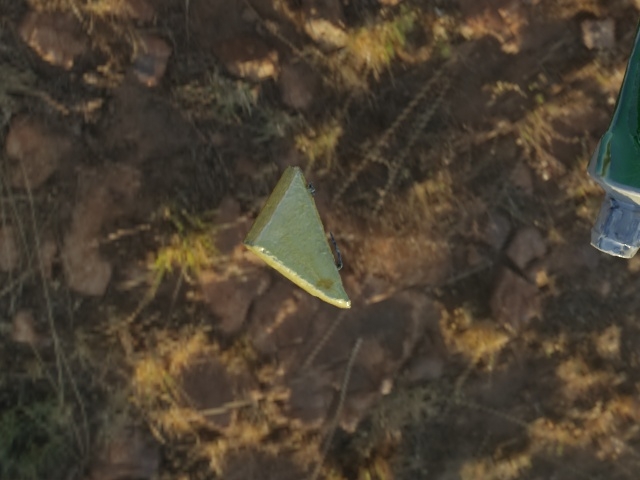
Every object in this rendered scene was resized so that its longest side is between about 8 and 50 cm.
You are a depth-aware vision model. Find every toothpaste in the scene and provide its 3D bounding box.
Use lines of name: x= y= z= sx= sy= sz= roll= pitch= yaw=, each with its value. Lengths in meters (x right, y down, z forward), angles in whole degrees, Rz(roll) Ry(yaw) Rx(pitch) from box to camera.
toothpaste: x=0.168 y=-0.111 z=0.573 sx=0.078 sy=0.047 sz=0.248 roll=5 pitch=106 yaw=-33

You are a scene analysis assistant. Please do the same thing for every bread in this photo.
bread: x=0.000 y=0.000 z=1.036 sx=0.109 sy=0.084 sz=0.080 roll=34 pitch=87 yaw=-6
